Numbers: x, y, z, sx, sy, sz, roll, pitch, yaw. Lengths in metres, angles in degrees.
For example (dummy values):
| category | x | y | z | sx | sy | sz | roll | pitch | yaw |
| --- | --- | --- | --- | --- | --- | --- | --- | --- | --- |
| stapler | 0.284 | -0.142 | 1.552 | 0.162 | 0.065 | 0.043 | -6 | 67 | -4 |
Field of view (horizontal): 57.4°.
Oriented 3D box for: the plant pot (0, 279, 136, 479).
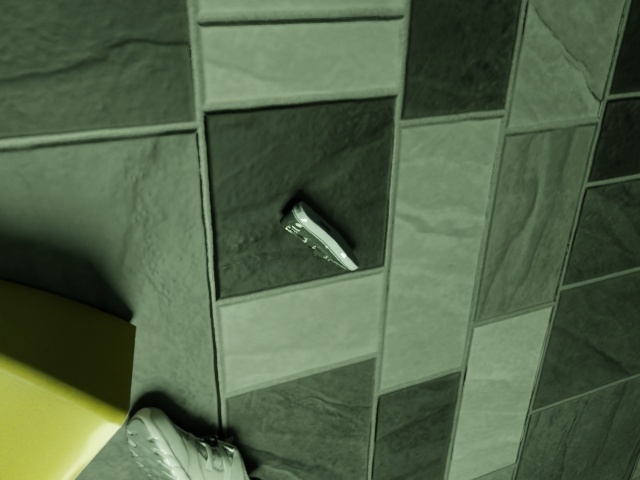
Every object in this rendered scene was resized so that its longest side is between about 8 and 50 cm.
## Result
| category | x | y | z | sx | sy | sz | roll | pitch | yaw |
| --- | --- | --- | --- | --- | --- | --- | --- | --- | --- |
| plant pot | -0.345 | 0.162 | 0.629 | 0.187 | 0.212 | 0.212 | 40 | 94 | -22 |

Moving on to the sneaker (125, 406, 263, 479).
| category | x | y | z | sx | sy | sz | roll | pitch | yaw |
| --- | --- | --- | --- | --- | --- | --- | --- | --- | --- |
| sneaker | -0.181 | 0.329 | 0.873 | 0.115 | 0.105 | 0.281 | -54 | 129 | -35 |

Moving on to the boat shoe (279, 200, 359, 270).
| category | x | y | z | sx | sy | sz | roll | pitch | yaw |
| --- | --- | --- | --- | --- | --- | --- | --- | --- | --- |
| boat shoe | 0.000 | 0.000 | 0.803 | 0.040 | 0.049 | 0.142 | -34 | 126 | 17 |
